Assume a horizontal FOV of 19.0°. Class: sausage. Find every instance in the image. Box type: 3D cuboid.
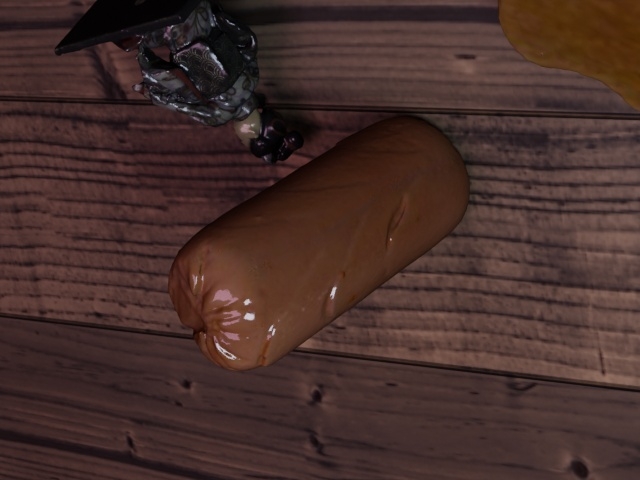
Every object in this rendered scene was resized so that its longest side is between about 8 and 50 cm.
[{"bbox_3d":[-0.001,0.000,1.553,0.121,0.304,0.121,22,127,32],"label":"sausage"}]

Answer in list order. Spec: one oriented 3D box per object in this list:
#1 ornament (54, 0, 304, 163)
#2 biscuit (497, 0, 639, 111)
[{"bbox_3d":[-0.097,-0.144,1.665,0.153,0.166,0.196,-10,123,41],"label":"ornament"},{"bbox_3d":[0.269,-0.218,1.317,0.365,0.062,0.385,21,146,13],"label":"biscuit"}]
